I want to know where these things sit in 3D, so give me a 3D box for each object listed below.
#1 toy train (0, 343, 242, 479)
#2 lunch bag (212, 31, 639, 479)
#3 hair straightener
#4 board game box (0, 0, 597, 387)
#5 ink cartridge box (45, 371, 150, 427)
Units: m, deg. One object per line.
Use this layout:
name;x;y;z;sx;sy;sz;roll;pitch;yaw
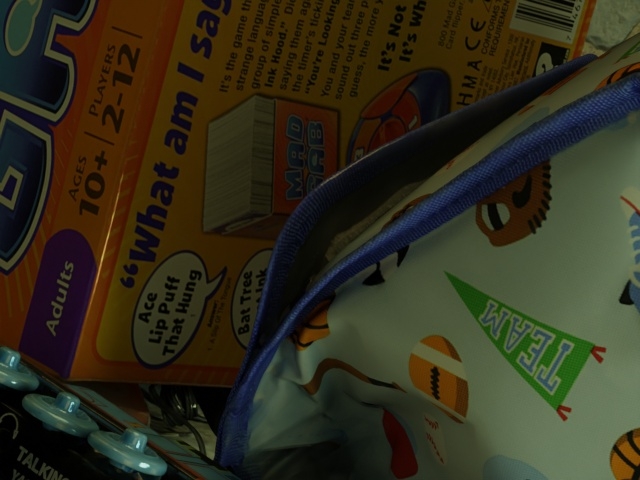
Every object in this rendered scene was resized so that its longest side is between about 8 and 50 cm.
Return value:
toy train;-0.125;0.118;1.031;0.184;0.080;0.105;28;3;34
lunch bag;0.155;0.018;1.041;0.328;0.385;0.239;-28;87;-44
hair straightener;-0.087;0.099;1.289;0.089;0.047;0.230;20;16;-10
board game box;-0.085;-0.124;1.303;0.356;0.357;0.356;8;11;-45
ink cartridge box;-0.197;0.070;1.186;0.179;0.045;0.145;21;11;-18
